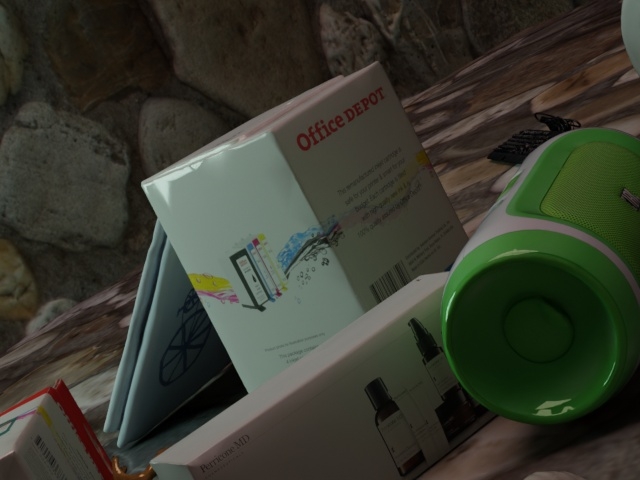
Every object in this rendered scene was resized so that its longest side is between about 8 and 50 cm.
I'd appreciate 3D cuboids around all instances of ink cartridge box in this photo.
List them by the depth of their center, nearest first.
[{"bbox_3d":[-0.206,0.195,1.112,0.078,0.134,0.231,-29,7,2],"label":"ink cartridge box"},{"bbox_3d":[0.000,0.000,1.276,0.168,0.233,0.171,-19,11,41],"label":"ink cartridge box"}]

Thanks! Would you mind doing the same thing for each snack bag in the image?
[{"bbox_3d":[-0.077,0.011,1.510,0.342,0.037,0.323,-37,-29,-47],"label":"snack bag"}]

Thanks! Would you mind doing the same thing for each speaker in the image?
[{"bbox_3d":[0.165,0.013,0.991,0.131,0.131,0.296,-25,9,24],"label":"speaker"}]

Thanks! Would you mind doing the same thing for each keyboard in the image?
[{"bbox_3d":[0.272,-0.138,1.955,0.100,0.038,0.192,-29,9,-4],"label":"keyboard"}]

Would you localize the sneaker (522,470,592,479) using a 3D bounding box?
[{"bbox_3d":[0.066,0.178,0.551,0.086,0.085,0.237,-64,-6,32],"label":"sneaker"}]

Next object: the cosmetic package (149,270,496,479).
[{"bbox_3d":[0.017,0.119,0.968,0.239,0.099,0.060,-33,9,-29],"label":"cosmetic package"}]

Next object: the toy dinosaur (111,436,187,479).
[{"bbox_3d":[-0.099,0.174,1.140,0.112,0.064,0.211,-25,9,15],"label":"toy dinosaur"}]

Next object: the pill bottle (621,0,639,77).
[{"bbox_3d":[0.474,-0.260,1.525,0.318,0.176,0.176,-31,8,-23],"label":"pill bottle"}]
